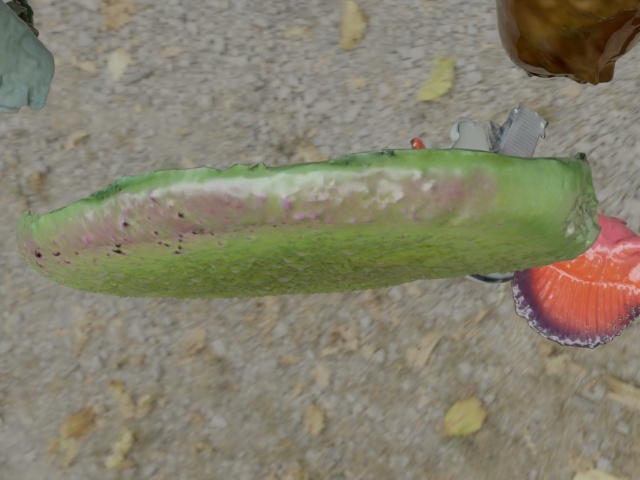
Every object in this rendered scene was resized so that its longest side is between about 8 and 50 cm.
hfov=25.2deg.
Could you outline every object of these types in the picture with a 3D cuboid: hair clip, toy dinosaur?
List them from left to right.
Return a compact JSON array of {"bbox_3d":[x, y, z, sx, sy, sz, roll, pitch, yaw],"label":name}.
[{"bbox_3d":[0.180,-0.041,1.480,0.140,0.220,0.054,33,148,-28],"label":"hair clip"},{"bbox_3d":[0.193,0.016,1.275,0.286,0.070,0.139,19,76,5],"label":"toy dinosaur"}]

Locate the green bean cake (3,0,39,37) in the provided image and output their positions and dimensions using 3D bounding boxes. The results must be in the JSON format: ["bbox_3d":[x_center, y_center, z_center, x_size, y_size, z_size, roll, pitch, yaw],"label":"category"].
[{"bbox_3d":[-0.291,-0.228,1.073,0.094,0.173,0.181,-23,70,-5],"label":"green bean cake"}]

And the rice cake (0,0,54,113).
[{"bbox_3d":[-0.235,-0.144,0.860,0.069,0.206,0.063,25,76,30],"label":"rice cake"}]

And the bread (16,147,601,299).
[{"bbox_3d":[-0.006,0.000,0.703,0.301,0.301,0.045,-6,81,18],"label":"bread"}]

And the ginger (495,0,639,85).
[{"bbox_3d":[0.190,-0.189,0.574,0.357,0.152,0.274,-28,87,39],"label":"ginger"}]
